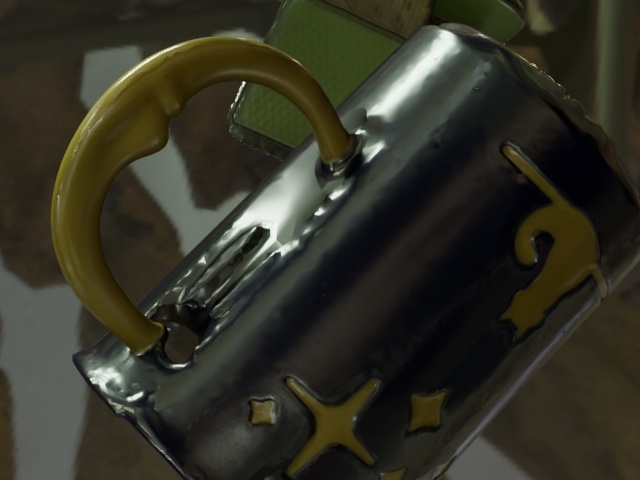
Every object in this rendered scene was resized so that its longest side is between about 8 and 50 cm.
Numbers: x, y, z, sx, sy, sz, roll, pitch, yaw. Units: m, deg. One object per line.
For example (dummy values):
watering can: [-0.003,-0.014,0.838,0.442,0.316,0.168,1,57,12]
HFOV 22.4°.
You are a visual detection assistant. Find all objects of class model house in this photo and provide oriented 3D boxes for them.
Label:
model house: [0.001,-0.089,1.266,0.218,0.205,0.278,24,-104,-7]

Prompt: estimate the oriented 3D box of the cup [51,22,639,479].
cup: [0.016,0.015,0.771,0.256,0.178,0.255,-46,-26,-4]
